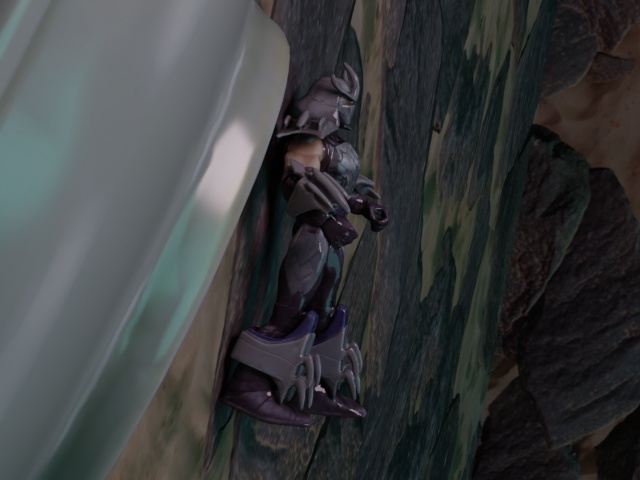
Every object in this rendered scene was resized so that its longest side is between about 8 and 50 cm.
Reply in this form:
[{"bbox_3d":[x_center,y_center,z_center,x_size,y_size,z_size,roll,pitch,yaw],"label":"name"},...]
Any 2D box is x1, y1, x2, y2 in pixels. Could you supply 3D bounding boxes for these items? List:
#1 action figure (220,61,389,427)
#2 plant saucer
[{"bbox_3d":[0.000,0.000,1.343,0.185,0.099,0.285,-11,110,-70],"label":"action figure"},{"bbox_3d":[-0.103,0.003,0.554,0.400,0.100,0.400,-58,-168,20],"label":"plant saucer"}]
